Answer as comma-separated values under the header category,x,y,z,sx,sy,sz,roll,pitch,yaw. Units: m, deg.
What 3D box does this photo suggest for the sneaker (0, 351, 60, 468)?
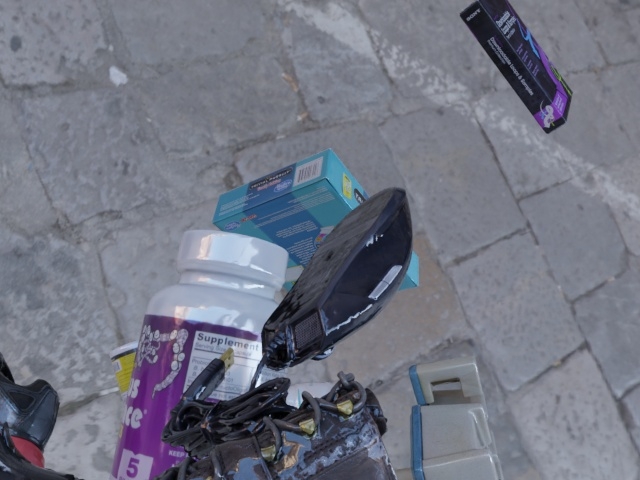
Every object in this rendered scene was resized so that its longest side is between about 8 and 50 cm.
category,x,y,z,sx,sy,sz,roll,pitch,yaw
sneaker,-0.396,0.169,0.641,0.276,0.097,0.135,11,47,4

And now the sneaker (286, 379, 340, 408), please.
category,x,y,z,sx,sy,sz,roll,pitch,yaw
sneaker,-0.011,0.193,0.530,0.061,0.054,0.152,3,85,-6

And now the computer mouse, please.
category,x,y,z,sx,sy,sz,roll,pitch,yaw
computer mouse,-0.014,0.072,0.500,0.060,0.184,0.262,45,47,-11

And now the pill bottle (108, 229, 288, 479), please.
category,x,y,z,sx,sy,sz,roll,pitch,yaw
pill bottle,-0.121,0.148,0.690,0.169,0.169,0.301,16,75,-28

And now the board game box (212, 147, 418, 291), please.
category,x,y,z,sx,sy,sz,roll,pitch,yaw
board game box,0.000,0.000,1.211,0.336,0.254,0.079,47,37,-38

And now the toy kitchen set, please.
category,x,y,z,sx,sy,sz,roll,pitch,yaw
toy kitchen set,0.114,0.237,0.609,0.166,0.122,0.207,-75,149,-64

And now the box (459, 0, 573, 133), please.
category,x,y,z,sx,sy,sz,roll,pitch,yaw
box,0.224,-0.207,0.704,0.162,0.029,0.116,49,37,-8

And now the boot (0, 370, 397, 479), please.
category,x,y,z,sx,sy,sz,roll,pitch,yaw
boot,-0.075,0.127,0.313,0.229,0.091,0.263,-25,93,-15

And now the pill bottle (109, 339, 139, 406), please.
category,x,y,z,sx,sy,sz,roll,pitch,yaw
pill bottle,-0.212,0.182,0.771,0.065,0.065,0.116,-13,78,-36
